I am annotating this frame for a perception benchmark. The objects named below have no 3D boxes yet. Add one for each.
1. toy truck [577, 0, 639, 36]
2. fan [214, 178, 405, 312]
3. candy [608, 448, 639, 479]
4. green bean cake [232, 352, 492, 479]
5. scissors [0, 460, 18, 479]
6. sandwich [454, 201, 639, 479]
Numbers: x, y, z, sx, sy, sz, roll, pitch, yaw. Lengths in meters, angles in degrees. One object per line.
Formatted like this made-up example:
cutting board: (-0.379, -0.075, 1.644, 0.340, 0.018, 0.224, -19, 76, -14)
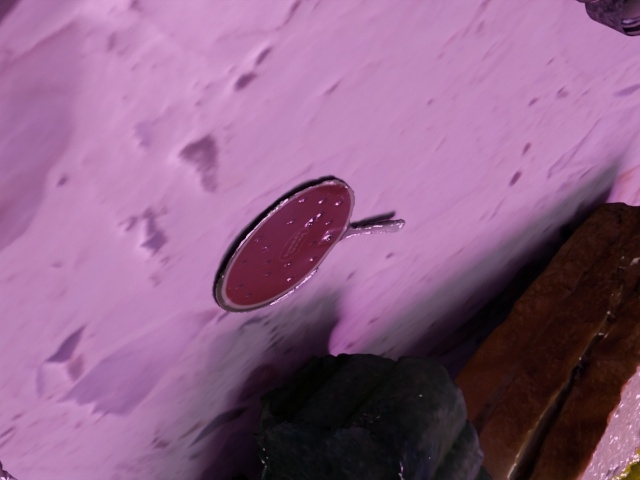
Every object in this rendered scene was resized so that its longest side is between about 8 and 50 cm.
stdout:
toy truck: (0.247, -0.134, 0.771, 0.178, 0.176, 0.363, -60, 154, 6)
fan: (0.000, 0.000, 0.795, 0.133, 0.005, 0.085, -13, 142, -49)
candy: (0.297, 0.155, 1.446, 0.209, 0.097, 0.097, -48, 157, -5)
green bean cake: (0.004, 0.159, 0.929, 0.107, 0.193, 0.208, -47, 129, -44)
scissors: (-0.170, 0.086, 0.637, 0.101, 0.027, 0.204, -43, 155, 0)
sandwich: (0.151, 0.132, 1.105, 0.254, 0.099, 0.288, -55, 162, -20)
